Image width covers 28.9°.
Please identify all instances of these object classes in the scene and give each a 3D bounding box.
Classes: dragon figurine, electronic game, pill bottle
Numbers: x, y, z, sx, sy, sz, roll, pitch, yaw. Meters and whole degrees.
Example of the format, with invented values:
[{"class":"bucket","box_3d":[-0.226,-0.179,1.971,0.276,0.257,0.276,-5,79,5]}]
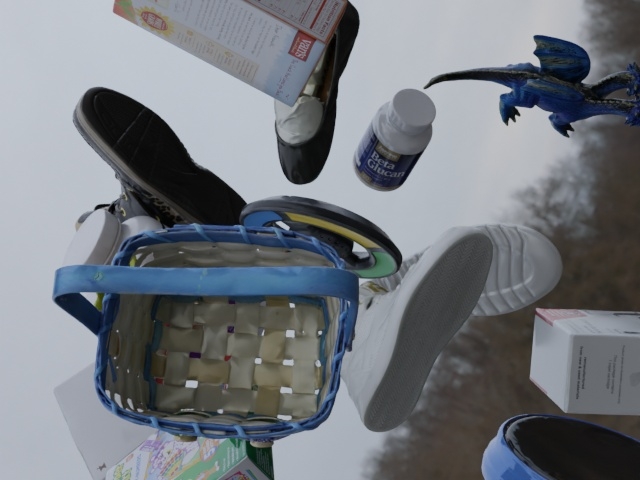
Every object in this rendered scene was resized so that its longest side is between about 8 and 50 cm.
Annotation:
[{"class":"dragon figurine","box_3d":[0.286,-0.199,1.550,0.144,0.289,0.085,132,154,-70]},{"class":"electronic game","box_3d":[0.000,0.000,1.682,0.229,0.229,0.048,78,-153,-70]},{"class":"pill bottle","box_3d":[-0.253,0.080,2.033,0.181,0.323,0.182,-41,31,32]},{"class":"pill bottle","box_3d":[0.115,-0.155,1.893,0.094,0.094,0.169,-58,-2,-34]}]

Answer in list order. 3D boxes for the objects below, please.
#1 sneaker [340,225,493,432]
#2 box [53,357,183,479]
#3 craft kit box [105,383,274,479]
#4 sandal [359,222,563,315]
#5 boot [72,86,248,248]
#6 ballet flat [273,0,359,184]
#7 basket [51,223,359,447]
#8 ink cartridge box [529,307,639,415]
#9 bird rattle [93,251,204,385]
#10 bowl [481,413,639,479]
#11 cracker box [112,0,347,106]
[{"class":"sneaker","box_3d":[0.095,0.076,1.569,0.108,0.169,0.293,14,-65,-34]},{"class":"box","box_3d":[-0.271,0.356,2.104,0.168,0.215,0.345,-34,-39,-2]},{"class":"craft kit box","box_3d":[-0.168,0.291,1.524,0.246,0.061,0.250,-42,18,10]},{"class":"sandal","box_3d":[0.251,0.069,2.313,0.102,0.416,0.169,-7,-98,-66]},{"class":"boot","box_3d":[-0.329,-0.073,2.137,0.284,0.377,0.138,-28,33,40]},{"class":"ballet flat","box_3d":[-0.020,-0.223,1.782,0.096,0.095,0.281,22,-101,-59]},{"class":"basket","box_3d":[-0.084,0.079,1.128,0.289,0.254,0.201,77,-164,-66]},{"class":"ink cartridge box","box_3d":[0.454,0.170,1.747,0.197,0.272,0.114,-124,37,-81]},{"class":"bird rattle","box_3d":[-0.212,0.117,1.776,0.207,0.143,0.254,-47,-42,-32]},{"class":"bowl","box_3d":[0.466,0.404,2.077,0.391,0.391,0.077,-31,-42,-69]},{"class":"cracker box","box_3d":[-0.102,-0.252,1.340,0.067,0.232,0.156,-64,5,-24]}]
